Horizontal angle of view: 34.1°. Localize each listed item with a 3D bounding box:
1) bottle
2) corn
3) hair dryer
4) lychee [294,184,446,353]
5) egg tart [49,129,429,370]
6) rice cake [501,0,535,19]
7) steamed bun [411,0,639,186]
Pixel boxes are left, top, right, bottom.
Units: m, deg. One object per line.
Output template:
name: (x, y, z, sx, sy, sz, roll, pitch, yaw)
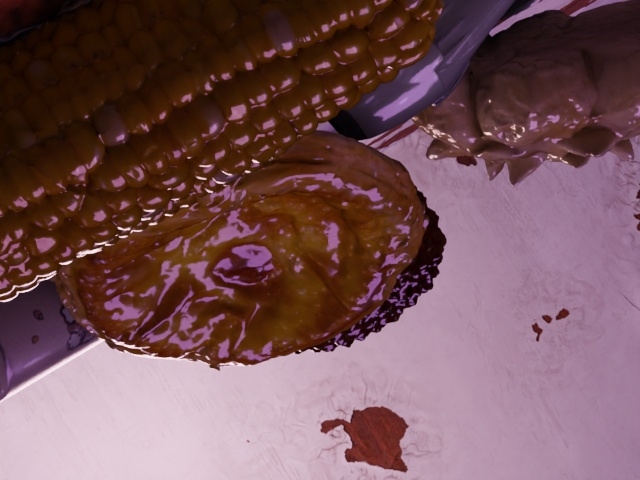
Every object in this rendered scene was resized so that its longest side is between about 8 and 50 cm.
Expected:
bottle: (-0.208, 0.038, 0.888, 0.233, 0.110, 0.110, -31, 179, -43)
corn: (-0.087, -0.051, 0.433, 0.313, 0.102, 0.102, -30, 179, -2)
hair dryer: (0.099, -0.191, 0.852, 0.229, 0.092, 0.267, -38, -169, 18)
lychee: (0.000, 0.000, 1.273, 0.304, 0.275, 0.276, 5, 176, -5)
egg tart: (-0.064, -0.008, 0.816, 0.295, 0.116, 0.294, -10, 142, -8)
rice cake: (0.160, -0.231, 1.024, 0.080, 0.042, 0.222, -27, -176, 46)
steamed bun: (0.225, -0.135, 0.982, 0.295, 0.137, 0.292, -24, -160, -36)
